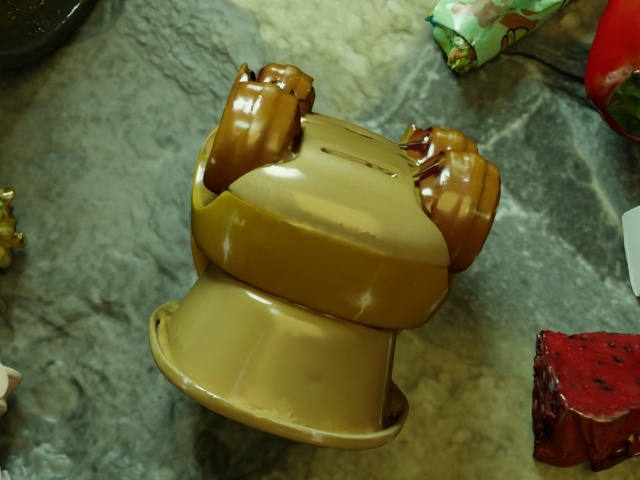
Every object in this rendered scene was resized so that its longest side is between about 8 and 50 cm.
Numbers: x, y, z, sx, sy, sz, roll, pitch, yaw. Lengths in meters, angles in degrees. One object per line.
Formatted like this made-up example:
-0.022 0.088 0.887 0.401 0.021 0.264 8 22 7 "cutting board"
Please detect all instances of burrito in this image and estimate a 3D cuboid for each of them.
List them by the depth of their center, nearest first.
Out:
0.200 -0.259 0.906 0.288 0.054 0.104 -37 84 -12 "burrito"

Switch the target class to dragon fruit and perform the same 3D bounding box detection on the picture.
0.267 0.135 0.845 0.192 0.122 0.092 -7 120 -13 "dragon fruit"

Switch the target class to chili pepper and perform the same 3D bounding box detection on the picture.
0.292 -0.153 0.853 0.131 0.134 0.338 23 71 23 "chili pepper"

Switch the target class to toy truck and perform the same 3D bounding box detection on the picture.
0.000 0.000 0.727 0.204 0.288 0.212 19 102 -6 "toy truck"

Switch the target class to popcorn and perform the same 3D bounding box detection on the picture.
-0.269 -0.012 0.786 0.083 0.057 0.082 -42 81 -10 "popcorn"

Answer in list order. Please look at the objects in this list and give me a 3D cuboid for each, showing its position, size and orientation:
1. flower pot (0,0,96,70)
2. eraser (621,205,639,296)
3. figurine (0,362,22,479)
-0.271 -0.262 0.770 0.148 0.235 0.235 24 76 17 "flower pot"
0.419 -0.006 0.875 0.298 0.078 0.076 -5 80 -9 "eraser"
-0.284 0.211 0.705 0.200 0.133 0.276 29 71 -32 "figurine"
